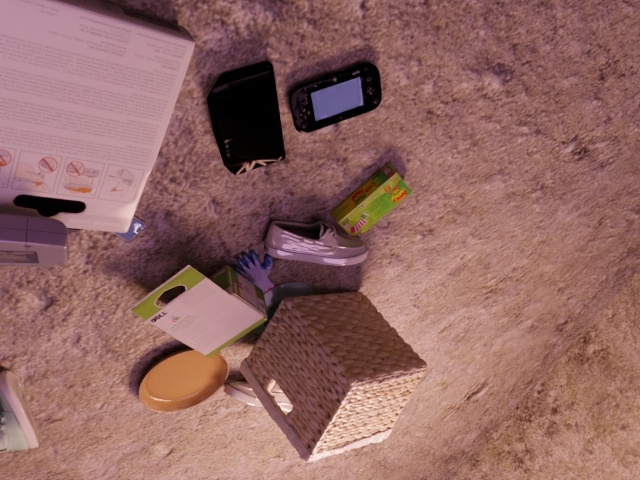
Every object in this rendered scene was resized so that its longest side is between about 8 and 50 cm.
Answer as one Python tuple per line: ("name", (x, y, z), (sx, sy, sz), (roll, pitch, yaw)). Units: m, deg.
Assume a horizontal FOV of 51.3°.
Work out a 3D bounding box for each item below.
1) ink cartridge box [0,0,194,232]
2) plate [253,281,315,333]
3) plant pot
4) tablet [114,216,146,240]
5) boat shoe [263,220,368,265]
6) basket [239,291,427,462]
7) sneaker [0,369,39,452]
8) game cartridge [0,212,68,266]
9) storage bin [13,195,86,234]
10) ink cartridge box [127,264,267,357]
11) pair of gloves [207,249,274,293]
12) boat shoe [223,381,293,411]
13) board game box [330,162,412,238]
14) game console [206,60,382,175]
("ink cartridge box", (-0.414, -0.204, 1.094), (0.308, 0.091, 0.385), (6, 121, -37))
("plate", (-0.096, 0.184, 1.731), (0.188, 0.024, 0.188), (-17, 136, -17))
("plant pot", (-0.353, 0.354, 1.721), (0.236, 0.032, 0.236), (-17, 135, -18))
("tablet", (-0.399, -0.033, 1.344), (0.054, 0.006, 0.083), (-42, 139, 8))
("boat shoe", (0.000, 0.000, 1.551), (0.258, 0.095, 0.084), (2, 122, -24))
("basket", (0.040, 0.329, 1.701), (0.331, 0.328, 0.267), (2, 126, -47))
("sneaker", (-0.725, 0.398, 1.477), (0.151, 0.094, 0.256), (-11, 133, -20))
("game cartridge", (-0.578, 0.000, 1.114), (0.297, 0.062, 0.198), (3, 161, -20))
("storage bin", (-0.505, -0.052, 1.205), (0.135, 0.098, 0.091), (12, 149, -40))
("ink cartridge box", (-0.271, 0.134, 1.496), (0.188, 0.097, 0.255), (-34, 131, 17))
("pair of gloves", (-0.193, 0.106, 1.595), (0.198, 0.023, 0.159), (-32, 139, -2))
("boat shoe", (-0.152, 0.418, 1.870), (0.267, 0.096, 0.088), (24, 85, -38))
("board game box", (0.122, -0.092, 1.594), (0.181, 0.043, 0.092), (-40, 139, 8))
("game console", (-0.042, -0.271, 1.321), (0.361, 0.044, 0.213), (-22, 137, -14))
